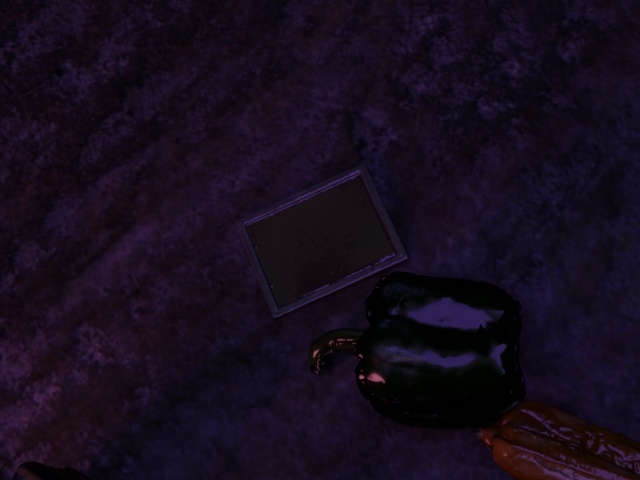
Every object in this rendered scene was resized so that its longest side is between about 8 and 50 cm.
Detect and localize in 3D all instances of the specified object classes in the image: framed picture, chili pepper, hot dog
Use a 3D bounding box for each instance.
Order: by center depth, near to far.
[{"bbox_3d":[0.291,0.247,1.172,0.249,0.076,0.102,19,43,16],"label":"hot dog"},{"bbox_3d":[0.099,0.122,1.206,0.261,0.165,0.174,0,83,18],"label":"chili pepper"},{"bbox_3d":[0.000,0.000,1.341,0.183,0.011,0.142,-25,69,2],"label":"framed picture"}]

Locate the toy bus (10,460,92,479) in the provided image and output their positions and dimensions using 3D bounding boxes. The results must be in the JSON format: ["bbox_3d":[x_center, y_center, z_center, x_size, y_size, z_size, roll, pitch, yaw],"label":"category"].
[{"bbox_3d":[-0.329,0.395,1.187,0.138,0.167,0.275,28,80,17],"label":"toy bus"}]
